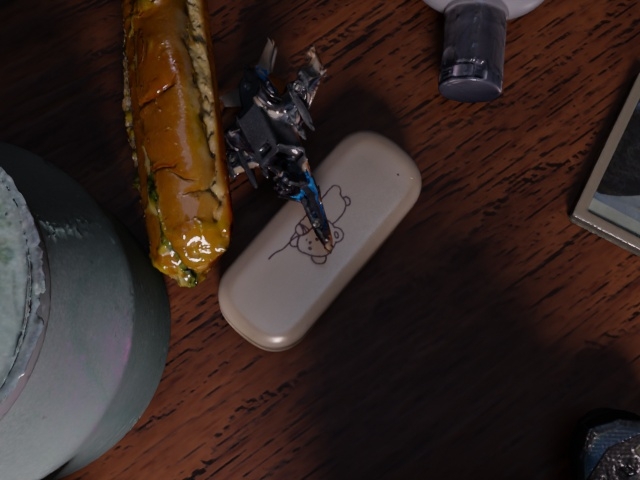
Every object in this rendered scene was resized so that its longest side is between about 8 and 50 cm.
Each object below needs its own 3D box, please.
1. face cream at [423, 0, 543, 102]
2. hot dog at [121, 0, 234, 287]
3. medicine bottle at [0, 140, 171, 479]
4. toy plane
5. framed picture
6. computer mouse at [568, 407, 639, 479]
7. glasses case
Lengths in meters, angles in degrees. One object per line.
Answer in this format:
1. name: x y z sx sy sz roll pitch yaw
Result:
1. face cream: 0.141 -0.263 0.749 0.143 0.071 0.291 5 78 0
2. hot dog: -0.113 -0.096 0.681 0.072 0.115 0.269 -2 75 -23
3. medicine bottle: -0.235 0.048 0.558 0.244 0.290 0.245 0 79 -2
4. toy plane: -0.032 -0.070 0.674 0.062 0.135 0.188 19 42 -38
5. framed picture: 0.330 -0.036 0.740 0.203 0.015 0.150 28 78 3
6. computer mouse: 0.242 0.184 0.676 0.079 0.047 0.135 -41 94 2
7. glasses case: 0.000 0.000 0.700 0.083 0.050 0.196 38 80 7
